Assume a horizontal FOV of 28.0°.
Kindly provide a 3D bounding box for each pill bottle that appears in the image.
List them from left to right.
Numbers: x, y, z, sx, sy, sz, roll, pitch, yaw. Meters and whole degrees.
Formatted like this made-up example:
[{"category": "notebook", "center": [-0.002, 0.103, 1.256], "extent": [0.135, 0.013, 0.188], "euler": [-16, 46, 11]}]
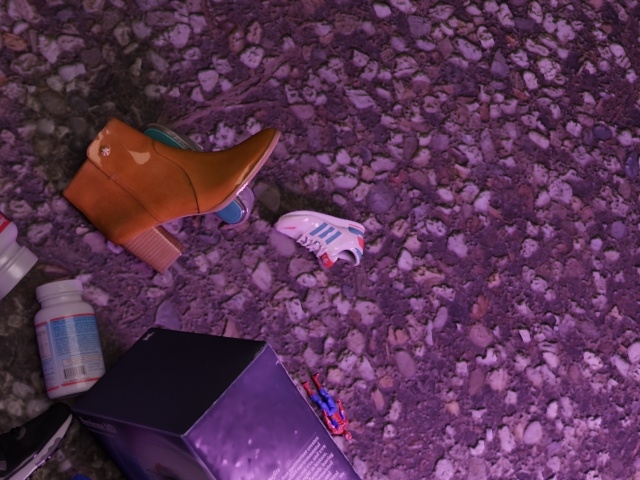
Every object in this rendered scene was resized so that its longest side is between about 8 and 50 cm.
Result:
[{"category": "pill bottle", "center": [-0.485, -0.006, 1.780], "extent": [0.180, 0.108, 0.108], "euler": [43, 62, -11]}, {"category": "pill bottle", "center": [-0.357, 0.140, 1.818], "extent": [0.087, 0.087, 0.160], "euler": [-7, 80, -28]}]

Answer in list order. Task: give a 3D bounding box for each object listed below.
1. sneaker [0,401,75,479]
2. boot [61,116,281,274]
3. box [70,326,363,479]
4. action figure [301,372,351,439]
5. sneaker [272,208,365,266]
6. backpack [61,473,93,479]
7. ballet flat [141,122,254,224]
[{"category": "sneaker", "center": [-0.456, 0.301, 1.721], "extent": [0.124, 0.107, 0.283], "euler": [45, 62, -4]}, {"category": "boot", "center": [-0.223, -0.115, 1.895], "extent": [0.211, 0.104, 0.295], "euler": [43, 92, -7]}, {"category": "box", "center": [-0.135, 0.288, 1.734], "extent": [0.183, 0.296, 0.294], "euler": [-45, 116, -29]}, {"category": "action figure", "center": [0.015, 0.264, 2.012], "extent": [0.038, 0.030, 0.115], "euler": [-36, 96, -35]}, {"category": "sneaker", "center": [0.000, 0.000, 2.054], "extent": [0.161, 0.057, 0.075], "euler": [11, 67, -27]}, {"category": "backpack", "center": [-0.319, 0.388, 1.769], "extent": [0.098, 0.101, 0.120], "euler": [-52, 134, -23]}, {"category": "ballet flat", "center": [-0.189, -0.110, 1.991], "extent": [0.213, 0.072, 0.068], "euler": [43, 35, -12]}]
